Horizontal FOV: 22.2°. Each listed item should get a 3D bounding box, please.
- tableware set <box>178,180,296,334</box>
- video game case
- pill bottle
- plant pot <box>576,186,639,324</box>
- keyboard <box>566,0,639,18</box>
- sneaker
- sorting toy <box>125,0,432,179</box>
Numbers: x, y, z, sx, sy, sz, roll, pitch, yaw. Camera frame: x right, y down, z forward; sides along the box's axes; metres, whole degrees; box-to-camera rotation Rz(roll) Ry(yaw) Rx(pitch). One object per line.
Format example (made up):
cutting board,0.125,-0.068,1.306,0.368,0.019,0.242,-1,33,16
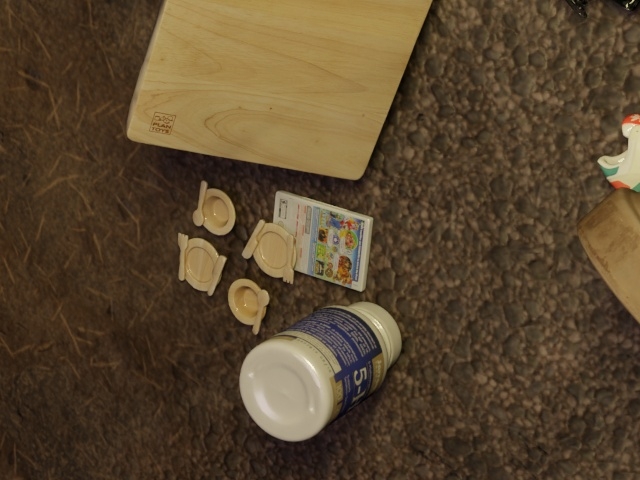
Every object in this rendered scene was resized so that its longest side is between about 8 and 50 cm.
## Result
tableware set,-0.100,0.020,1.872,0.169,0.020,0.141,34,122,26
video game case,0.000,0.000,1.816,0.122,0.011,0.087,17,114,27
pill bottle,0.007,0.132,1.748,0.112,0.187,0.112,11,112,29
plant pot,0.395,0.000,1.445,0.263,0.263,0.229,46,107,11
keyboard,0.234,-0.285,1.567,0.192,0.038,0.100,37,99,19
sneaker,0.327,-0.102,1.546,0.075,0.057,0.161,43,127,6
sorting toy,-0.045,-0.208,1.653,0.257,0.089,0.255,9,124,-18
